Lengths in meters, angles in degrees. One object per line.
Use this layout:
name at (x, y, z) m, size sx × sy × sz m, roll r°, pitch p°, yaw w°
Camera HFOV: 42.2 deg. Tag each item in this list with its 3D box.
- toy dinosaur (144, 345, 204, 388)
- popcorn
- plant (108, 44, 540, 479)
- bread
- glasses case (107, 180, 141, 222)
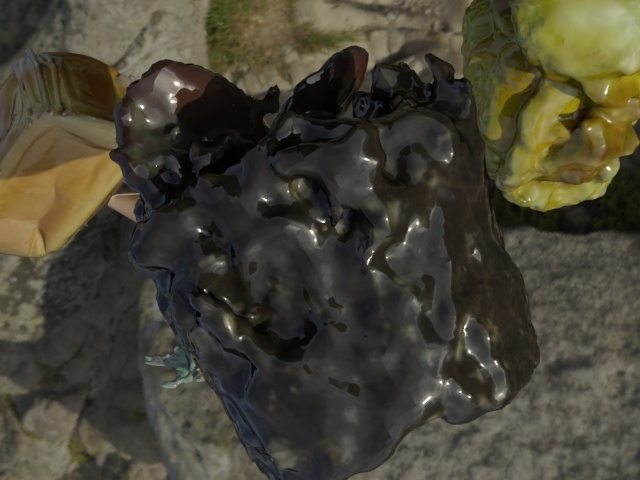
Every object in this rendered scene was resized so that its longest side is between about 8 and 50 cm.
toy dinosaur at (-0.122, 0.149, 1.046) m, size 0.209 × 0.082 × 0.039 m, roll 4°, pitch 153°, yaw 12°
popcorn at (0.208, -0.136, 0.730) m, size 0.174 × 0.286 × 0.225 m, roll 4°, pitch 111°, yaw 8°
plant at (0.000, 0.000, 0.430) m, size 0.178 × 0.204 × 0.234 m, roll -23°, pitch 85°, yaw -1°
bread at (-0.284, -0.086, 0.850) m, size 0.241 × 0.136 × 0.107 m, roll -42°, pitch 53°, yaw 35°
glasses case at (-0.234, -0.102, 1.173) m, size 0.102 × 0.193 × 0.070 m, roll 32°, pitch 119°, yaw -10°
